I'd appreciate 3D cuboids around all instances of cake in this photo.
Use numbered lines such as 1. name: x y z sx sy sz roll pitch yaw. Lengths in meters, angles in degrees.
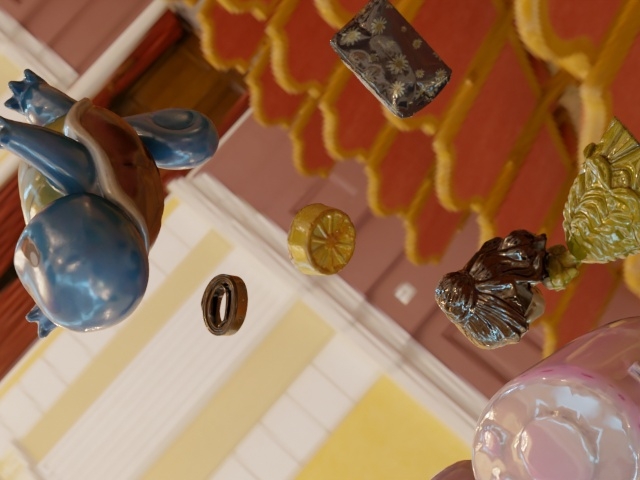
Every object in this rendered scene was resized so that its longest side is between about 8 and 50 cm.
1. cake: 0.000 0.000 1.294 0.044 0.084 0.084 14 155 49

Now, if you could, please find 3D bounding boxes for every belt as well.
1. belt: -0.129 0.087 1.531 0.059 0.083 0.036 6 177 27

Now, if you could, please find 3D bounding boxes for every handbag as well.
1. handbag: 0.070 -0.174 1.166 0.115 0.072 0.139 47 178 4

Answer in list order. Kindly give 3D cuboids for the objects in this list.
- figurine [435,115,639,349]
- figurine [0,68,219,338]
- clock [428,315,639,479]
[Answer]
1. figurine: 0.296 0.016 1.393 0.187 0.315 0.168 57 -163 27
2. figurine: -0.280 -0.048 1.355 0.242 0.298 0.416 13 -146 3
3. clock: 0.152 0.229 0.551 0.113 0.322 0.295 -19 -120 -45
